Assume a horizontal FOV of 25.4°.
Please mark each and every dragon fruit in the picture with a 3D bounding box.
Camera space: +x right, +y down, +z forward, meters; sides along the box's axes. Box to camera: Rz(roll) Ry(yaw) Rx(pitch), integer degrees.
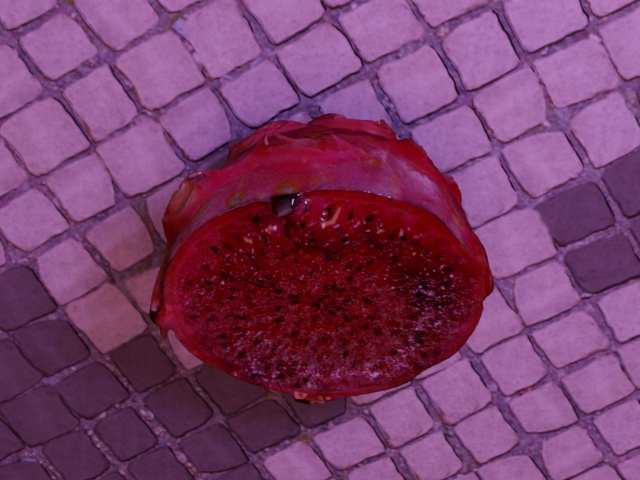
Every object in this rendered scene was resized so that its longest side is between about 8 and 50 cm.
[{"bbox_3d":[0.000,0.000,1.626,0.386,0.249,0.371,-6,136,8],"label":"dragon fruit"}]
